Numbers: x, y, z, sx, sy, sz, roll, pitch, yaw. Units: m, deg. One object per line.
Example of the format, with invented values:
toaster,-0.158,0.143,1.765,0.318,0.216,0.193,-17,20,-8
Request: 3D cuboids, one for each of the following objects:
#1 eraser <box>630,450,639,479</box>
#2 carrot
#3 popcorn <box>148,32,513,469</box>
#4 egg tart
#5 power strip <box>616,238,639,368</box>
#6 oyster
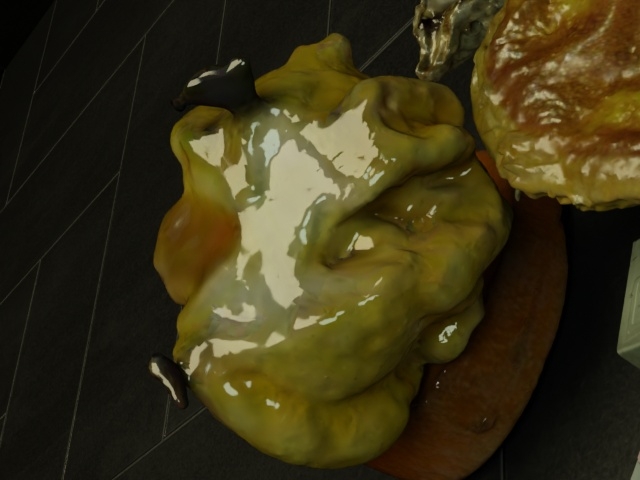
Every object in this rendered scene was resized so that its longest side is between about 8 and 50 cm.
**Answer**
eraser,0.243,0.137,0.956,0.038,0.019,0.083,8,76,66
carrot,0.104,0.058,1.214,0.258,0.100,0.307,-1,65,60
popcorn,0.000,0.000,1.104,0.297,0.281,0.315,39,110,33
egg tart,0.259,-0.155,1.003,0.339,0.153,0.351,-52,31,10
power strip,0.258,0.018,0.990,0.075,0.042,0.175,-40,25,47
oyster,0.195,-0.294,1.335,0.166,0.110,0.341,-5,61,56
